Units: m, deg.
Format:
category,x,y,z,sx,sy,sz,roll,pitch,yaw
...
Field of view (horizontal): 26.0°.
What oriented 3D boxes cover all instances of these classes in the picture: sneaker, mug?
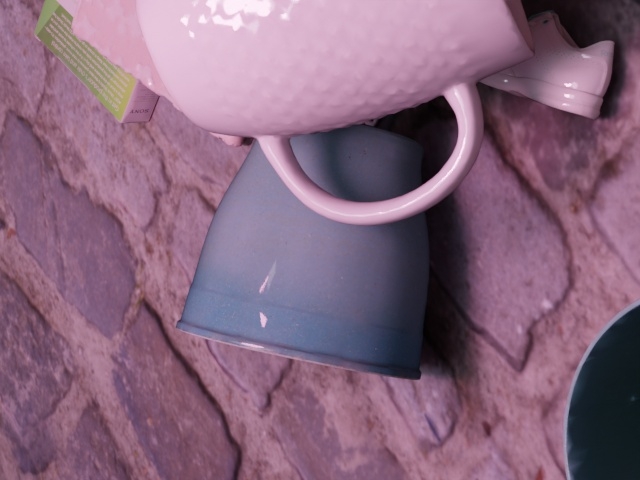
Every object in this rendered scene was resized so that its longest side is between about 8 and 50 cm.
category,x,y,z,sx,sy,sz,roll,pitch,yaw
sneaker,0.206,-0.196,1.416,0.212,0.080,0.094,24,99,32
mug,0.021,-0.197,1.331,0.328,0.276,0.374,-21,91,15

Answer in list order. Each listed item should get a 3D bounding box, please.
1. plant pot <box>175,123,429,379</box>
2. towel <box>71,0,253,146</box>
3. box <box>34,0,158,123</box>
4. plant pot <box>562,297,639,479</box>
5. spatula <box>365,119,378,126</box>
category,x,y,z,sx,sy,sz,roll,pitch,yaw
plant pot,0.000,0.000,1.513,0.272,0.272,0.255,9,86,42
towel,-0.151,-0.322,1.675,0.332,0.053,0.317,37,120,29
box,-0.257,-0.350,1.839,0.232,0.058,0.322,45,122,30
plant pot,0.391,0.166,1.162,0.293,0.235,0.293,7,101,43
spatula,0.054,-0.254,1.536,0.168,0.019,0.242,39,133,11
